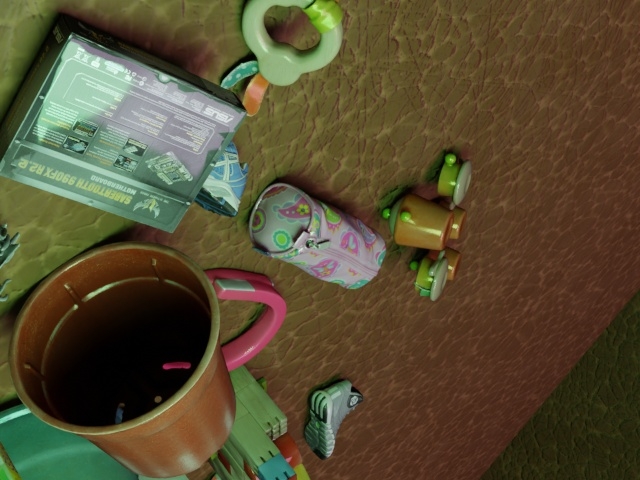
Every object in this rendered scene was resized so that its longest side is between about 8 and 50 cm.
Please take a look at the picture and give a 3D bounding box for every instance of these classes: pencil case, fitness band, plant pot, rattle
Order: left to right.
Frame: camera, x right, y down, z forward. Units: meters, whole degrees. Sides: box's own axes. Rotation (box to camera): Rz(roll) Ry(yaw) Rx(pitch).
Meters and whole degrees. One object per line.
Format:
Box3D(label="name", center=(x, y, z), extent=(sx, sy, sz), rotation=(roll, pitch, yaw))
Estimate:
Box3D(label="plant pot", center=(-0.376, 0.462, 1.360), extent=(0.341, 0.334, 0.341), rotation=(-24, 144, -19))
Box3D(label="plant pot", center=(-0.239, 0.184, 1.270), extent=(0.272, 0.272, 0.265), rotation=(-36, 148, -13))
Box3D(label="fitness band", center=(-0.178, 0.140, 1.523), extent=(0.209, 0.054, 0.291), rotation=(-51, 149, 17))
Box3D(label="rattle", center=(-0.045, -0.270, 1.182), extent=(0.130, 0.142, 0.199), rotation=(11, 144, -18))
Box3D(label="pencil case", center=(0.000, 0.000, 1.489), extent=(0.124, 0.124, 0.284), rotation=(-49, 151, 8))

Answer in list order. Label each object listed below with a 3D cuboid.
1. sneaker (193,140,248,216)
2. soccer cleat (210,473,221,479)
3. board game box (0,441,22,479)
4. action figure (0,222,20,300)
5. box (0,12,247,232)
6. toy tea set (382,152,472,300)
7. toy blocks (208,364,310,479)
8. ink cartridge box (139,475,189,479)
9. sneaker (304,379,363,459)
Box3D(label="sneaker", center=(-0.162, -0.110, 1.215), extent=(0.081, 0.080, 0.211), rotation=(-67, 151, -16))
Box3D(label="soccer cleat", center=(-0.154, 0.495, 1.986), extent=(0.196, 0.068, 0.076), rotation=(-31, 151, -27))
Box3D(label="board game box", center=(-0.453, 0.264, 1.129), extent=(0.124, 0.259, 0.039), rotation=(-40, 150, -7))
Box3D(label="action figure", center=(-0.444, 0.036, 1.021), extent=(0.185, 0.099, 0.285), rotation=(-52, 153, 4))
Box3D(label="box", center=(-0.225, -0.123, 1.052), extent=(0.231, 0.056, 0.183), rotation=(20, 114, -36))
Box3D(label="toy tea set", center=(0.193, -0.010, 1.757), extent=(0.336, 0.124, 0.200), rotation=(87, 26, -49))
Box3D(label="toy blocks", center=(-0.111, 0.418, 1.741), extent=(0.191, 0.261, 0.381), rotation=(-29, 148, -24))
Box3D(label="ink cartridge box", center=(-0.358, 0.497, 1.717), extent=(0.148, 0.086, 0.203), rotation=(5, 125, -54))
Box3D(label="sneaker", center=(0.041, 0.391, 2.073), extent=(0.132, 0.086, 0.228), rotation=(-29, 146, -29))
